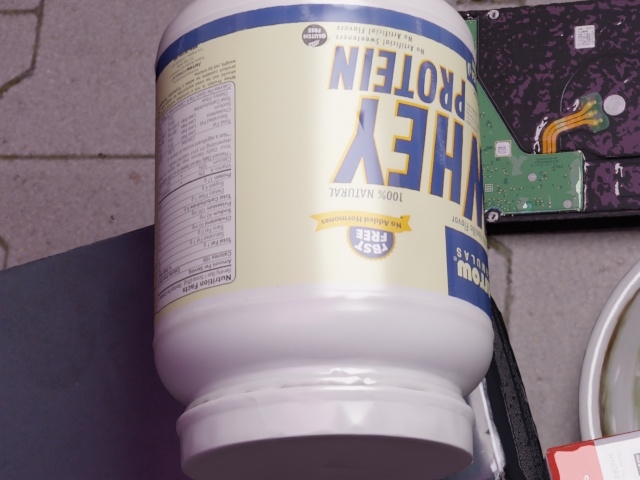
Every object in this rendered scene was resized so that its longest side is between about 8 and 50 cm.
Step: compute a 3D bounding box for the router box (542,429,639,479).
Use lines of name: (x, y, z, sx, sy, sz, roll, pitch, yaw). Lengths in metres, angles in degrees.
router box: (0.374, 0.313, 1.440, 0.301, 0.082, 0.335, -13, 66, 0)

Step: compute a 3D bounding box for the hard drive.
hard drive: (0.257, -0.128, 1.744, 0.339, 0.064, 0.237, -4, 76, 18)

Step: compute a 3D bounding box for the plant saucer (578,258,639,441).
plant saucer: (0.448, 0.162, 1.600, 0.400, 0.100, 0.400, -4, 73, 12)

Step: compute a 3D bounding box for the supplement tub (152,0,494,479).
supplement tub: (0.000, 0.000, 1.190, 0.235, 0.235, 0.325, -6, 71, 12)

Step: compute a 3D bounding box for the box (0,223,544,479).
box: (-0.061, 0.189, 1.523, 0.480, 0.472, 0.297, -16, 70, 8)
